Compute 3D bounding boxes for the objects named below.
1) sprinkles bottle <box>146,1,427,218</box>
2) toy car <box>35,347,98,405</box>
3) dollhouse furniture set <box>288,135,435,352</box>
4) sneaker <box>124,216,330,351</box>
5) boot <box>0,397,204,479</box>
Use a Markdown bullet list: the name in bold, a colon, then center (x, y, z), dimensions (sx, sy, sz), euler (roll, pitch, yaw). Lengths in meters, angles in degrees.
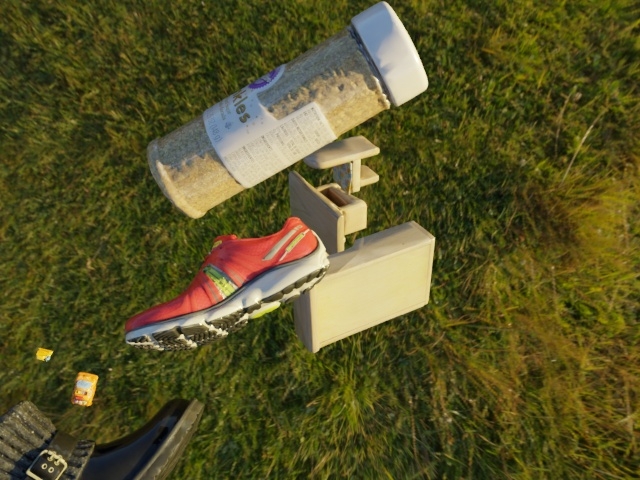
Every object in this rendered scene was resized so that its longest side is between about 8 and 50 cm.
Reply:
- **sprinkles bottle**: center (-0.045, -0.159, 0.745), dimensions (0.355, 0.121, 0.121), euler (-28, 75, 10)
- **toy car**: center (-0.428, 0.233, 0.960), dimensions (0.122, 0.040, 0.060), euler (32, 93, -13)
- **dollhouse furniture set**: center (0.000, 0.000, 1.160), dimensions (0.256, 0.362, 0.394), euler (-18, 38, -22)
- **sneaker**: center (-0.128, 0.055, 0.766), dimensions (0.279, 0.107, 0.118), euler (-24, 70, -13)
- **boot**: center (-0.384, 0.337, 0.950), dimensions (0.260, 0.131, 0.348), euler (37, 52, 7)
